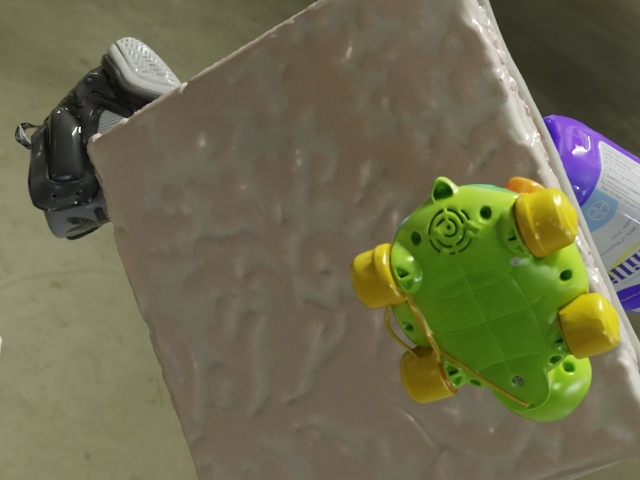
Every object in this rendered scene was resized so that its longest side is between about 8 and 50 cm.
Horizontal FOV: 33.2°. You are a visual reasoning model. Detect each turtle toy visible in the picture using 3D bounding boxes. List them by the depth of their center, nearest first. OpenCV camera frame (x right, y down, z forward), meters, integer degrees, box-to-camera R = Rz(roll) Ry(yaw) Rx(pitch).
[{"bbox_3d":[0.076,0.027,0.456,0.130,0.095,0.066,63,23,-20],"label":"turtle toy"}]

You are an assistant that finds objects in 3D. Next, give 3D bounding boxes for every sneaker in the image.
[{"bbox_3d":[-0.135,-0.029,0.856,0.268,0.153,0.101,51,-8,21],"label":"sneaker"}]

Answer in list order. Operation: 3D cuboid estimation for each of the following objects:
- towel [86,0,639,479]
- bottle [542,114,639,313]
[{"bbox_3d":[0.015,0.023,0.687,0.053,0.317,0.332,-2,69,-60],"label":"towel"},{"bbox_3d":[0.263,0.003,0.888,0.282,0.118,0.092,27,46,-25],"label":"bottle"}]
